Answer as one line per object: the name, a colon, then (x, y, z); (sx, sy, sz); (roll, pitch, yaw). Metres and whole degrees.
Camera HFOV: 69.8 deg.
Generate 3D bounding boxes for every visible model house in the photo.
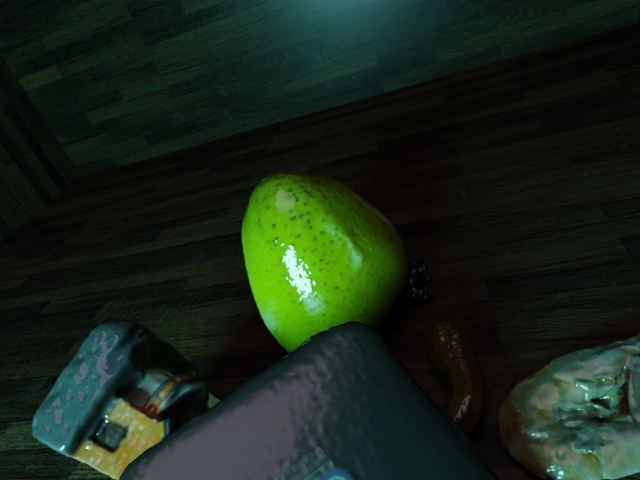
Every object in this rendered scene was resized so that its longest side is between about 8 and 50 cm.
model house: (-0.186, 0.273, 0.654); (0.301, 0.271, 0.190); (17, 60, 25)

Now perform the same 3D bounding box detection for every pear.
pear: (0.000, 0.000, 0.868); (0.238, 0.318, 0.342); (-23, 26, 39)

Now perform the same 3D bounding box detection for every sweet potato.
sweet potato: (0.202, 0.209, 0.683); (0.081, 0.062, 0.233); (-24, 30, 26)

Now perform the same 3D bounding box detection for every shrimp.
shrimp: (0.380, 0.200, 0.588); (0.317, 0.062, 0.164); (-28, 35, -4)

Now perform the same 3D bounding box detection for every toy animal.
toy animal: (0.188, 0.071, 0.919); (0.065, 0.047, 0.136); (-16, 35, 24)

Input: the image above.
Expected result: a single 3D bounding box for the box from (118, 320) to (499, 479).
box: (0.005, 0.297, 0.482); (0.359, 0.091, 0.350); (-31, 62, -23)
